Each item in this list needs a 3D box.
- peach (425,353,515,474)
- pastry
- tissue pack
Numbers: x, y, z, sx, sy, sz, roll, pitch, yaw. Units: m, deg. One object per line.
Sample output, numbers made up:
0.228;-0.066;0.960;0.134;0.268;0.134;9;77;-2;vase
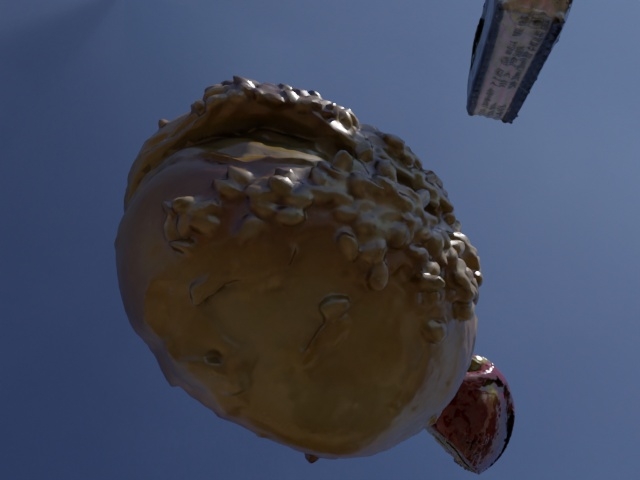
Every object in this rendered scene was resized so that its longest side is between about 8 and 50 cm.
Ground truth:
0.183;0.221;0.999;0.127;0.092;0.172;-30;-62;-32;peach
0.000;0.000;0.588;0.284;0.316;0.184;34;-70;-12;pastry
0.202;-0.238;0.808;0.073;0.235;0.173;13;-102;6;tissue pack
